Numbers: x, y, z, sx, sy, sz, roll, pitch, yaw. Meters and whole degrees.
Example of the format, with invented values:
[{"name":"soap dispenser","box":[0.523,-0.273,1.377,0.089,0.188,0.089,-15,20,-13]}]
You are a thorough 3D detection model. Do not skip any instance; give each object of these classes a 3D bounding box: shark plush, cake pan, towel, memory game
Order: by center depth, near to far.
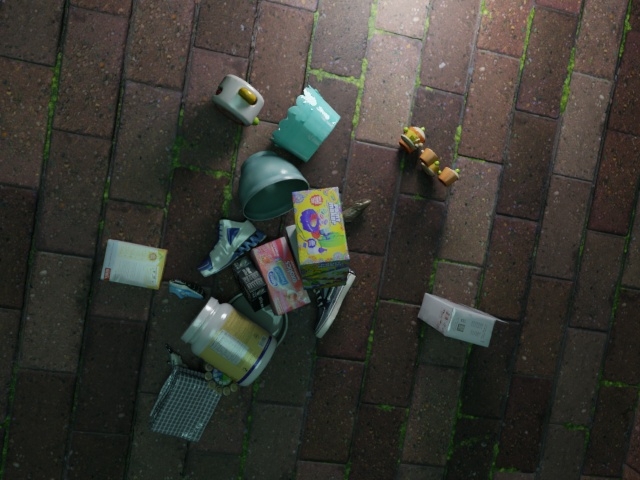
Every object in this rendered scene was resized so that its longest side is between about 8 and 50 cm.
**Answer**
[{"name":"towel","box":[-0.567,0.697,1.853,0.234,0.121,0.284,27,89,-32]},{"name":"memory game","box":[-0.418,0.576,1.896,0.186,0.186,0.012,47,130,-9]},{"name":"shark plush","box":[-0.645,0.531,1.904,0.067,0.073,0.161,-21,105,25]},{"name":"cake pan","box":[-0.291,0.360,1.944,0.292,0.054,0.294,-1,94,-9]}]

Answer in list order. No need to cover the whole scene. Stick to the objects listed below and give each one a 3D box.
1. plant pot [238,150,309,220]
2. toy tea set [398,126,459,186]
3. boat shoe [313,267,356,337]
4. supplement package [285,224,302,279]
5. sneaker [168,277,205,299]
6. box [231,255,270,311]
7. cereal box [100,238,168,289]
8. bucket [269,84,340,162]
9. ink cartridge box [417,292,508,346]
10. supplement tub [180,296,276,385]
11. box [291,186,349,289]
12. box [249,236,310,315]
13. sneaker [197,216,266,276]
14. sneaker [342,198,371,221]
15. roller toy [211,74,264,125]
[{"name":"plant pot","box":[-0.218,-0.244,1.818,0.292,0.293,0.197,-24,71,-6]},{"name":"toy tea set","box":[0.489,-0.388,1.937,0.336,0.200,0.124,44,95,-9]},{"name":"boat shoe","box":[0.016,0.252,1.959,0.158,0.127,0.341,28,82,-3]},{"name":"supplement package","box":[-0.025,0.032,1.874,0.194,0.149,0.203,-18,67,-7]},{"name":"sneaker","box":[-0.578,0.222,1.897,0.161,0.063,0.073,22,108,-5]},{"name":"box","box":[-0.292,0.183,1.836,0.077,0.180,0.148,-27,142,-21]},{"name":"cereal box","box":[-0.785,0.101,1.852,0.239,0.047,0.173,13,92,-9]},{"name":"bucket","box":[-0.061,-0.473,1.815,0.183,0.281,0.281,37,88,-11]},{"name":"ink cartridge box","box":[0.627,0.356,1.954,0.271,0.309,0.130,16,92,-9]},{"name":"supplement tub","box":[-0.372,0.408,1.786,0.331,0.241,0.241,37,88,-9]},{"name":"box","box":[0.000,0.000,1.653,0.176,0.279,0.290,-6,65,-2]},{"name":"box","box":[-0.177,0.155,1.868,0.153,0.142,0.300,-21,87,-16]},{"name":"sneaker","box":[-0.408,0.004,1.875,0.315,0.127,0.182,-37,95,-11]},{"name":"sneaker","box":[0.147,-0.125,1.980,0.188,0.066,0.071,-25,114,-1]},{"name":"roller toy","box":[-0.336,-0.577,1.797,0.191,0.209,0.146,32,88,11]}]
